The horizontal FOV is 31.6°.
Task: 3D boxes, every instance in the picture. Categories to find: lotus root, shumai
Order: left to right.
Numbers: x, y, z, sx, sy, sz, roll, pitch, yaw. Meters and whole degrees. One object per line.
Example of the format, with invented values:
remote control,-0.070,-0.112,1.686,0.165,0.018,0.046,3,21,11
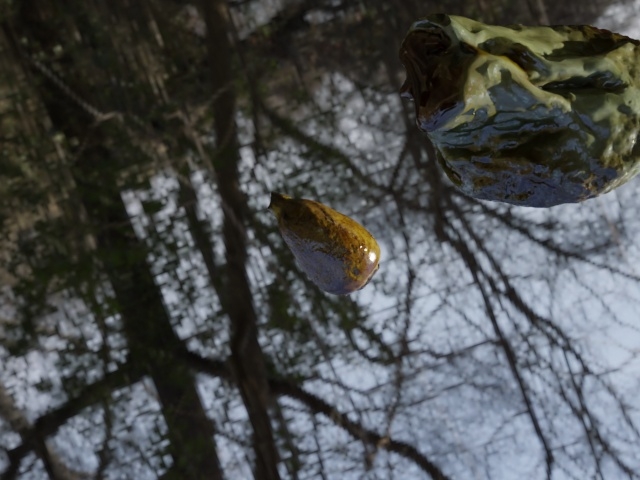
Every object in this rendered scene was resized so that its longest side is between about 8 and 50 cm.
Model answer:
lotus root,0.000,0.000,1.615,0.108,0.190,0.094,-49,-167,10
shumai,0.226,-0.162,1.168,0.272,0.204,0.222,-26,-127,2
